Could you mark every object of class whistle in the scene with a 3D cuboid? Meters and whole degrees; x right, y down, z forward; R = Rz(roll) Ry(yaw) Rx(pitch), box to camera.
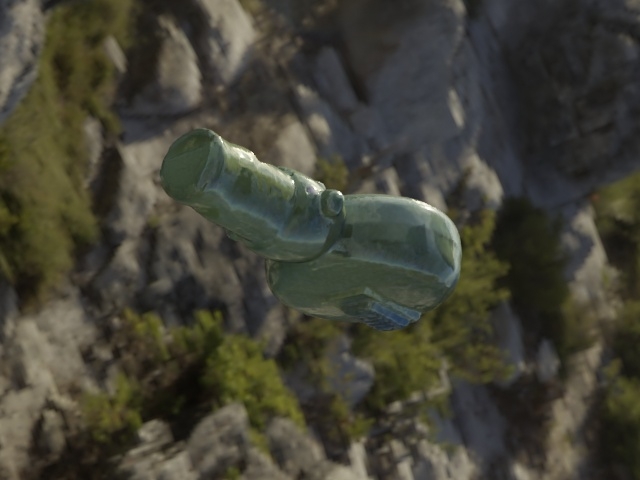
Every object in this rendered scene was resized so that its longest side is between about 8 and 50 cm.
[{"bbox_3d":[0.000,0.000,0.957,0.258,0.126,0.067,30,52,-49],"label":"whistle"}]
